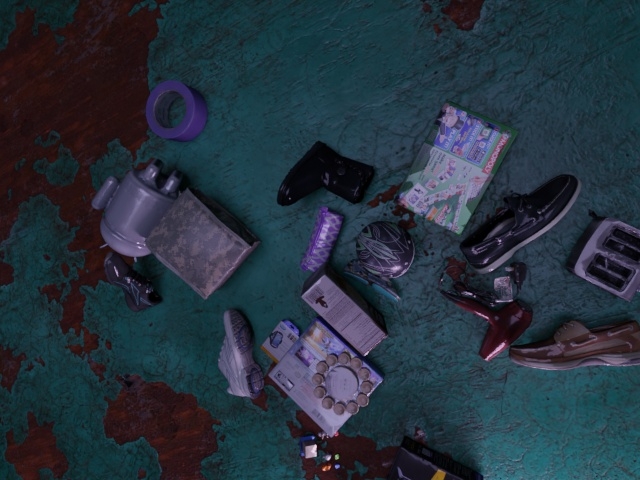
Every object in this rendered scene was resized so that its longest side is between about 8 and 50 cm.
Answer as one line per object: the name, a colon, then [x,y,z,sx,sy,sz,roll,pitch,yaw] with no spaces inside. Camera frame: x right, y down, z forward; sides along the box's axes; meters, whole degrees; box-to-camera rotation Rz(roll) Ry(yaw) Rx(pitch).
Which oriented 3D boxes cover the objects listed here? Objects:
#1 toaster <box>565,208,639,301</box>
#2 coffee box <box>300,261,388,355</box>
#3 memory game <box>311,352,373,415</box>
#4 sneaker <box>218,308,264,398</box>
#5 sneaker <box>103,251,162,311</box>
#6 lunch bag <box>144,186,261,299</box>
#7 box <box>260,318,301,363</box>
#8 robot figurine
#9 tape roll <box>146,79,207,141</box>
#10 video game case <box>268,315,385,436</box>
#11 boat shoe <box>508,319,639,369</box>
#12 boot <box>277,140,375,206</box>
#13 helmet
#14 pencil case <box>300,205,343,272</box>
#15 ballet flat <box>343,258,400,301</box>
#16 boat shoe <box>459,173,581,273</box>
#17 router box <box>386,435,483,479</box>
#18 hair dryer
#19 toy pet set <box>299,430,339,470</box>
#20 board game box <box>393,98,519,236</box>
toaster: [0.722,0.036,1.150,0.186,0.110,0.168,30,100,15]
coffee box: [0.068,0.191,1.322,0.246,0.141,0.098,44,101,-8]
memory game: [0.063,0.422,1.367,0.186,0.012,0.186,0,89,15]
sneaker: [-0.280,0.370,1.502,0.129,0.111,0.297,-12,87,24]
sneaker: [-0.629,0.134,1.567,0.106,0.101,0.267,-7,134,8]
lunch bag: [-0.378,0.000,1.466,0.287,0.169,0.235,41,100,-1]
box: [-0.122,0.318,1.486,0.081,0.028,0.136,41,101,13]
robot figurine: [-0.589,-0.093,1.533,0.300,0.200,0.353,30,103,-16]
tape roll: [-0.479,-0.428,1.549,0.189,0.080,0.188,1,93,19]
video game case: [0.017,0.410,1.418,0.269,0.061,0.244,41,100,13]
boat shoe: [0.648,0.259,1.186,0.325,0.123,0.116,-7,86,10]
boot: [0.019,-0.161,1.349,0.207,0.094,0.246,31,69,17]
helmet: [0.182,0.024,1.301,0.170,0.161,0.169,1,92,18]
pencil case: [0.000,0.000,1.400,0.086,0.088,0.206,24,99,40]
ballet flat: [0.160,0.110,1.368,0.188,0.070,0.070,28,100,12]
boat shoe: [0.503,-0.062,1.203,0.113,0.127,0.340,40,114,-14]
router box: [0.294,0.764,1.334,0.243,0.081,0.308,23,99,17]
hair dryer: [0.448,0.188,1.248,0.224,0.080,0.293,-7,105,21]
toy pet set: [-0.005,0.648,1.454,0.114,0.065,0.122,-2,95,-16]
board game box: [0.370,-0.199,1.292,0.214,0.046,0.317,30,101,14]
